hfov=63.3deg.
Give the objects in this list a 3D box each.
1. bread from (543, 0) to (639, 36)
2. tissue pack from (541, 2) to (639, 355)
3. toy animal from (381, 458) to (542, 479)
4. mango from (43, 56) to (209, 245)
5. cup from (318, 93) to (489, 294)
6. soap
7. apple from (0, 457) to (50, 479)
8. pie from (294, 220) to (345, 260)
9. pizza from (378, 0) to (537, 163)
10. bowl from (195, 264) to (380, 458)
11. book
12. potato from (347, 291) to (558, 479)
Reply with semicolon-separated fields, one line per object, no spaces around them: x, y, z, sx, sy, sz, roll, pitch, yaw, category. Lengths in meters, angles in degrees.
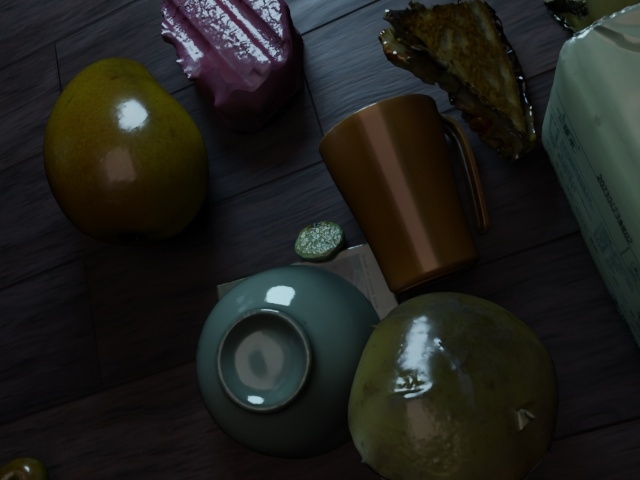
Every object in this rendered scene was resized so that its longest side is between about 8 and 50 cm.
0.430;-0.360;0.767;0.147;0.127;0.152;-33;37;9;bread
0.413;-0.042;0.570;0.207;0.297;0.381;-21;73;14;tissue pack
0.244;0.354;0.606;0.307;0.188;0.267;8;110;29;toy animal
-0.333;-0.157;0.872;0.263;0.221;0.378;-32;60;12;mango
0.136;-0.072;0.747;0.226;0.182;0.264;-16;78;-20;cup
-0.149;-0.355;0.906;0.220;0.127;0.325;-39;70;6;soap
-0.492;0.405;0.856;0.089;0.074;0.090;-4;74;14;apple
0.000;0.000;0.820;0.085;0.017;0.085;-13;47;14;pie
0.207;-0.218;0.725;0.074;0.287;0.252;-35;82;49;pizza
-0.059;0.165;0.719;0.288;0.146;0.290;-3;78;14;bowl
-0.012;0.134;0.802;0.282;0.025;0.215;-18;73;11;book
0.161;0.146;0.606;0.238;0.299;0.116;19;127;25;potato
